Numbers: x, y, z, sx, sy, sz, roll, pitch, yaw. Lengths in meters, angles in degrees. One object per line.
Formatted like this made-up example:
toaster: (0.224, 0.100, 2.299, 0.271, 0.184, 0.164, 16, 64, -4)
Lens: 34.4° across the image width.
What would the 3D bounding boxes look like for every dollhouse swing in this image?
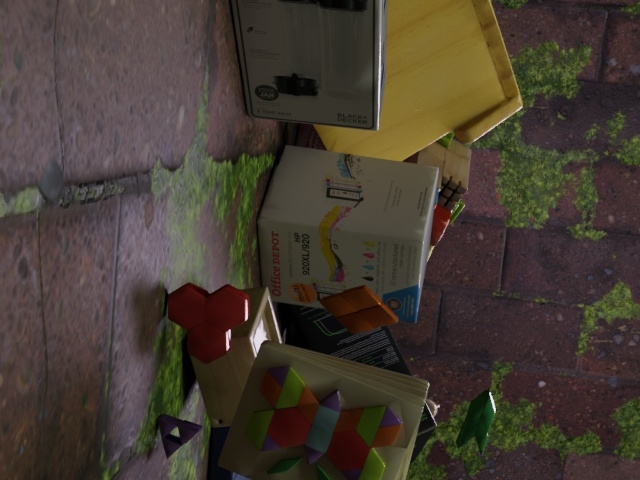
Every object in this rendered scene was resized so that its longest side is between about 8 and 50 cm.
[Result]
dollhouse swing: (0.104, -0.322, 1.563, 0.315, 0.305, 0.347, -100, 165, -46)

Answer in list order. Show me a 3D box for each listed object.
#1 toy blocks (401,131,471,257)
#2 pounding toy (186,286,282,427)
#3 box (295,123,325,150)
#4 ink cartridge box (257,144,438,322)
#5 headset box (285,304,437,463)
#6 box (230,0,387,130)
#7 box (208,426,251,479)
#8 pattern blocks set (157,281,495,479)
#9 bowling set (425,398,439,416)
toy blocks: (0.131, -0.012, 1.744, 0.381, 0.191, 0.261, -57, -172, 33)
pounding toy: (-0.099, 0.131, 1.161, 0.141, 0.100, 0.130, -75, 155, -63)
box: (0.051, -0.254, 1.695, 0.128, 0.123, 0.256, -2, 104, -78)
ink cartridge box: (0.040, -0.010, 1.499, 0.168, 0.233, 0.171, -73, 168, -45)
headset box: (0.060, 0.243, 1.648, 0.246, 0.131, 0.283, 100, -33, -66)
box: (-0.008, -0.256, 1.161, 0.290, 0.169, 0.087, 84, 14, -56)
box: (-0.111, 0.268, 1.336, 0.136, 0.036, 0.225, -46, 141, -78)
pattern blocks set: (0.002, 0.181, 0.997, 0.026, 0.325, 0.285, -50, 145, -78)
bowling set: (0.071, 0.262, 1.934, 0.154, 0.287, 0.199, 123, -41, -83)
